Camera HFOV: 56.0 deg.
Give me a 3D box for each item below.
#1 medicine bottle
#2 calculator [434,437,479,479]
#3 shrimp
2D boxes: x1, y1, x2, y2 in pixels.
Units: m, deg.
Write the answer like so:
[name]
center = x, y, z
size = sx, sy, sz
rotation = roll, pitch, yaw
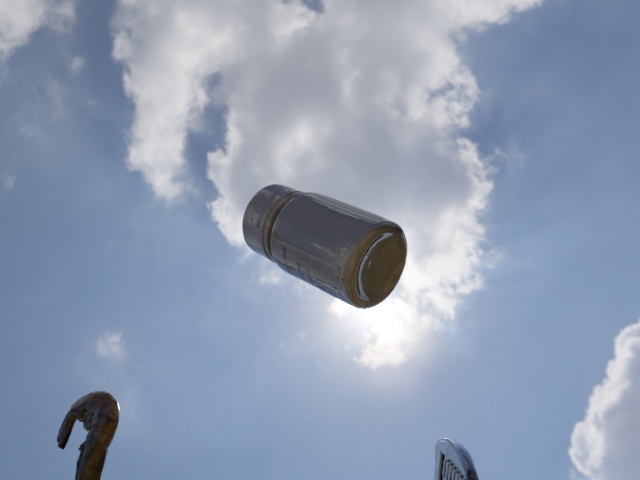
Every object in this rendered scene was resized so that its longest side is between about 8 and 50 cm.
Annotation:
[medicine bottle]
center = 0.000, 0.000, 0.941
size = 0.144, 0.252, 0.144
rotation = -27, -52, -39
[calculator]
center = 0.176, 0.363, 0.805
size = 0.040, 0.268, 0.177
rotation = 6, -97, 7
[shrimp]
center = -0.559, 0.496, 1.399
size = 0.058, 0.169, 0.296
rotation = 45, -131, -52
